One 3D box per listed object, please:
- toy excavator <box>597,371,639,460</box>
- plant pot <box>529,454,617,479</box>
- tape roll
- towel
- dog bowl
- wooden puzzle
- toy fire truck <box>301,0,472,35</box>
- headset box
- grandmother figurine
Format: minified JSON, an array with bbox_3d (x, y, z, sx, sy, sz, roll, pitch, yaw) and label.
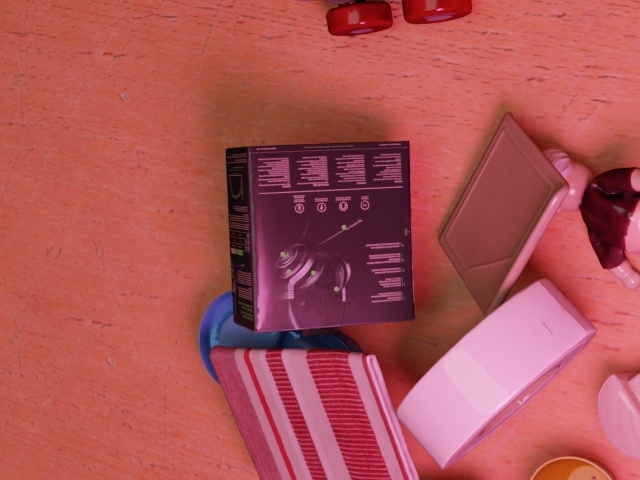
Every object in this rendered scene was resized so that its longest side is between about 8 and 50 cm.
[{"bbox_3d":[0.619,0.170,1.531,0.445,0.222,0.433,36,110,35],"label":"toy excavator"},{"bbox_3d":[0.366,0.358,1.713,0.134,0.095,0.134,2,95,27],"label":"plant pot"},{"bbox_3d":[0.238,0.180,1.658,0.100,0.286,0.286,49,113,16],"label":"tape roll"},{"bbox_3d":[-0.010,0.261,1.804,0.329,0.037,0.237,-4,114,44],"label":"towel"},{"bbox_3d":[-0.051,0.185,1.927,0.297,0.074,0.166,27,106,23],"label":"dog bowl"},{"bbox_3d":[0.252,-0.033,1.684,0.221,0.044,0.239,-64,23,25],"label":"wooden puzzle"},{"bbox_3d":[0.066,-0.389,1.715,0.302,0.254,0.169,-5,92,27],"label":"toy fire truck"},{"bbox_3d":[0.000,0.000,1.781,0.131,0.246,0.283,-172,79,-71],"label":"headset box"},{"bbox_3d":[0.424,-0.020,1.639,0.342,0.104,0.208,33,132,29],"label":"grandmother figurine"}]
